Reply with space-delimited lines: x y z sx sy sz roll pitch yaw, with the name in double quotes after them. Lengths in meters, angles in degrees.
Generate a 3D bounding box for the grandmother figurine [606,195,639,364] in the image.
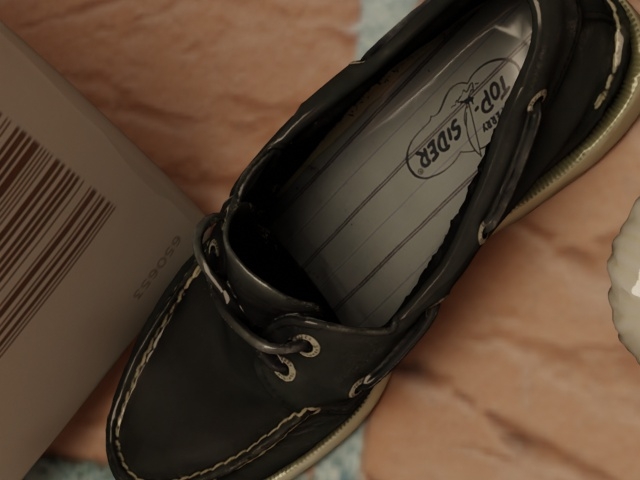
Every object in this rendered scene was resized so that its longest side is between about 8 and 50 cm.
0.257 -0.057 0.558 0.342 0.104 0.208 -36 60 15 "grandmother figurine"

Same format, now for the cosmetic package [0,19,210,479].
-0.336 -0.033 0.690 0.393 0.329 0.327 35 85 27 "cosmetic package"

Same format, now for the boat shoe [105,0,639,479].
0.003 0.003 0.666 0.340 0.113 0.127 -40 68 16 "boat shoe"
